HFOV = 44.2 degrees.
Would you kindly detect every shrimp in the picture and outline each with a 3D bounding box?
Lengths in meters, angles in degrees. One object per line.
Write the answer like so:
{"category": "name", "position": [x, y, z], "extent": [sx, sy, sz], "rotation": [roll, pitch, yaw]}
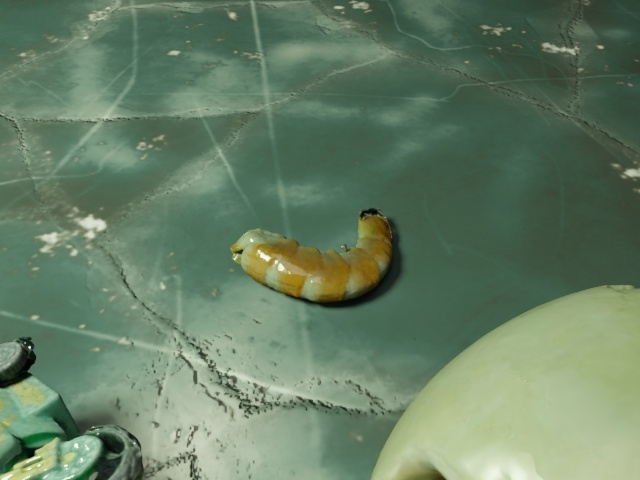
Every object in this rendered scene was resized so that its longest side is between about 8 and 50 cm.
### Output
{"category": "shrimp", "position": [0.000, 0.000, 0.849], "extent": [0.161, 0.049, 0.166], "rotation": [20, 44, 17]}

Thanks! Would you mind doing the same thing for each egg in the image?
{"category": "egg", "position": [0.209, 0.164, 0.492], "extent": [0.336, 0.278, 0.278], "rotation": [-18, 44, -28]}

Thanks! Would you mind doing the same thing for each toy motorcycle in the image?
{"category": "toy motorcycle", "position": [-0.266, 0.175, 0.580], "extent": [0.198, 0.109, 0.296], "rotation": [-35, 30, -31]}
